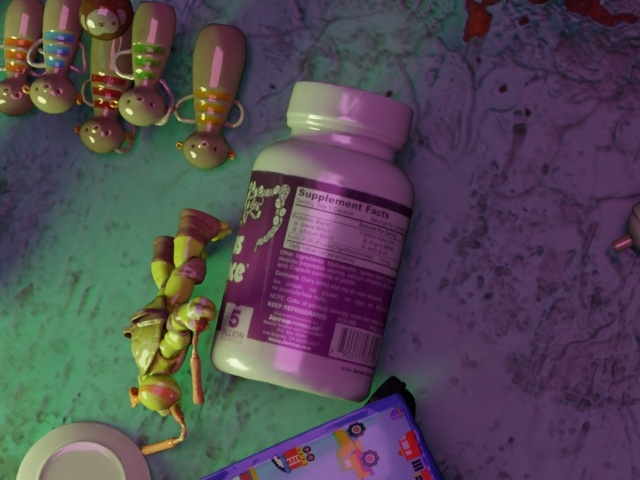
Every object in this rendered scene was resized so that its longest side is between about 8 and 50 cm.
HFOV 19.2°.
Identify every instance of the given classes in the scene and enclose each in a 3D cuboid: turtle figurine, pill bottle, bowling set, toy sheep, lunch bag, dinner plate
[{"bbox_3d":[-0.154,0.091,1.897,0.087,0.269,0.217,12,59,-7],"label":"turtle figurine"},{"bbox_3d":[0.000,0.000,1.892,0.169,0.169,0.301,13,86,7],"label":"pill bottle"},{"bbox_3d":[-0.228,-0.171,1.923,0.287,0.200,0.154,8,87,11],"label":"bowling set"},{"bbox_3d":[0.354,-0.020,1.897,0.132,0.091,0.091,-32,83,3],"label":"toy sheep"},{"bbox_3d":[0.011,0.294,1.813,0.293,0.138,0.221,-24,82,9],"label":"lunch bag"},{"bbox_3d":[-0.246,0.254,1.953,0.141,0.017,0.141,0,71,-1],"label":"dinner plate"}]

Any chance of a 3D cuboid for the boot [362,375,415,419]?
[{"bbox_3d":[0.095,0.287,1.892,0.207,0.094,0.246,29,95,11],"label":"boot"}]
